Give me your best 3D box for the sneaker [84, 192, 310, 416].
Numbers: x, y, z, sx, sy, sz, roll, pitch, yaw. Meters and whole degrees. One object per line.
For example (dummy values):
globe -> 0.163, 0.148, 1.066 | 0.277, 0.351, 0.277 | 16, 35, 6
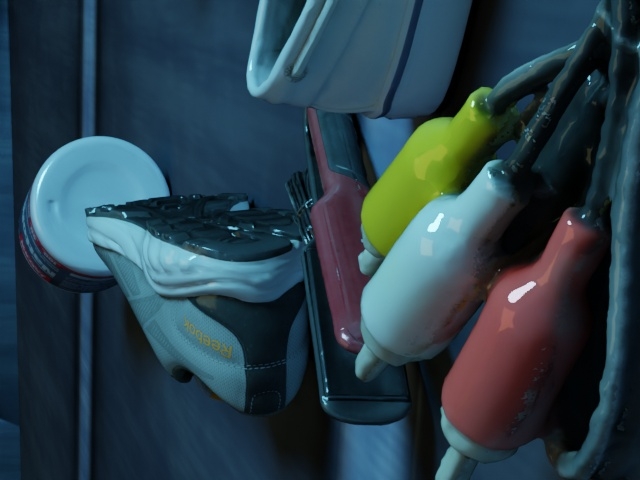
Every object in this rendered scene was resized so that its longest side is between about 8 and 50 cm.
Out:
sneaker -> -0.072, 0.029, 0.931 | 0.271, 0.100, 0.108 | -152, 56, -72

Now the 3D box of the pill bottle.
pill bottle -> -0.186, -0.014, 1.306 | 0.180, 0.108, 0.108 | 148, 119, -72

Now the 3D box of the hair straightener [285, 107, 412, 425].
hair straightener -> 0.000, 0.000, 0.754 | 0.230, 0.047, 0.089 | -109, 23, -47

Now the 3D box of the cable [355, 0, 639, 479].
cable -> 0.072, -0.036, 0.451 | 0.287, 0.072, 0.139 | 105, 151, -46

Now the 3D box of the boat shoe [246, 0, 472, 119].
boat shoe -> 0.020, -0.154, 0.594 | 0.095, 0.084, 0.258 | -114, 26, -53
